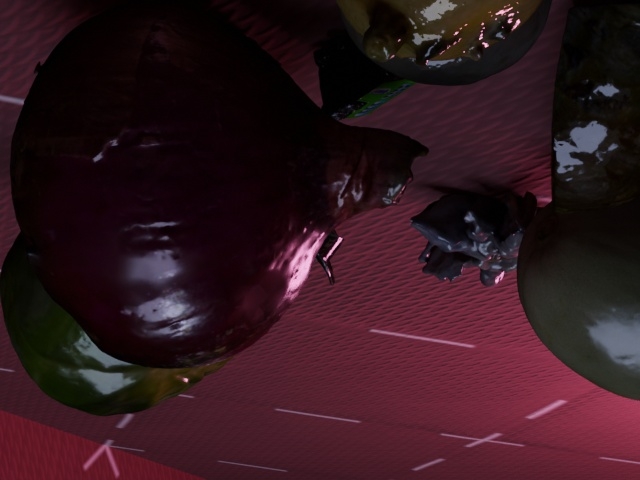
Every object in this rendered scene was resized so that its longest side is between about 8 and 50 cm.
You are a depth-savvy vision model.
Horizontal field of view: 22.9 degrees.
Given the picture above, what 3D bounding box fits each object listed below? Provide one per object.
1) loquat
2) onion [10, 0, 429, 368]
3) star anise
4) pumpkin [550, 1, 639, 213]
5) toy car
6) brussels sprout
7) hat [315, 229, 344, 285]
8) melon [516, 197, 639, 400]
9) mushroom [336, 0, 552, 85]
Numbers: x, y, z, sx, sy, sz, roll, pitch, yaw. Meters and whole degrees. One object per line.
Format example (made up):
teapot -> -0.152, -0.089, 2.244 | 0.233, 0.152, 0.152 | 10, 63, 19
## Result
loquat -> 0.084, -0.205, 1.154 | 0.172, 0.204, 0.149 | 10, 147, 28
onion -> -0.086, -0.052, 1.447 | 0.385, 0.348, 0.348 | -3, 160, 19
star anise -> 0.212, -0.002, 1.886 | 0.229, 0.093, 0.236 | 10, 163, -14
pumpkin -> 0.302, -0.096, 1.491 | 0.169, 0.148, 0.312 | 8, 167, 9
toy car -> 0.051, -0.164, 1.483 | 0.062, 0.071, 0.165 | -2, 167, -28
brussels sprout -> -0.230, 0.065, 1.949 | 0.354, 0.281, 0.289 | 3, 132, -47
hat -> 0.000, 0.000, 2.009 | 0.050, 0.121, 0.121 | -39, 151, 6
melon -> 0.363, 0.052, 1.745 | 0.308, 0.272, 0.272 | -3, 166, -20
mushroom -> 0.104, -0.191, 1.337 | 0.188, 0.117, 0.141 | 3, 174, -4
